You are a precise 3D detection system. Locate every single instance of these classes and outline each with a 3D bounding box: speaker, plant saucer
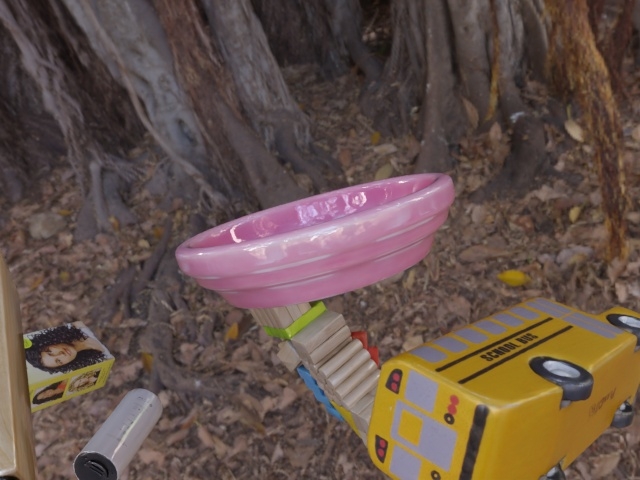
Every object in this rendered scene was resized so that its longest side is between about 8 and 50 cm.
[{"bbox_3d":[-0.242,0.238,0.777,0.055,0.055,0.136,-14,16,13],"label":"speaker"},{"bbox_3d":[0.000,0.000,0.757,0.331,0.084,0.332,-16,9,2],"label":"plant saucer"}]

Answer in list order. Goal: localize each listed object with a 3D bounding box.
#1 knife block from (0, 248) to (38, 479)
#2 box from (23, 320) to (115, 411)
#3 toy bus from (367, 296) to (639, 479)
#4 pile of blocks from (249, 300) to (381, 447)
[{"bbox_3d":[-0.257,0.159,0.487,0.242,0.088,0.276,25,51,8],"label":"knife block"},{"bbox_3d":[-0.377,0.167,0.783,0.087,0.058,0.232,38,26,23],"label":"box"},{"bbox_3d":[0.198,0.133,0.590,0.130,0.108,0.332,21,21,39],"label":"toy bus"},{"bbox_3d":[0.015,0.178,1.057,0.112,0.362,0.149,-35,-9,-27],"label":"pile of blocks"}]
